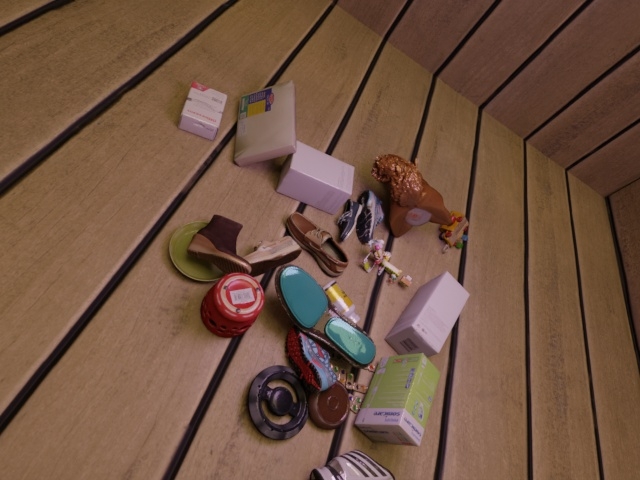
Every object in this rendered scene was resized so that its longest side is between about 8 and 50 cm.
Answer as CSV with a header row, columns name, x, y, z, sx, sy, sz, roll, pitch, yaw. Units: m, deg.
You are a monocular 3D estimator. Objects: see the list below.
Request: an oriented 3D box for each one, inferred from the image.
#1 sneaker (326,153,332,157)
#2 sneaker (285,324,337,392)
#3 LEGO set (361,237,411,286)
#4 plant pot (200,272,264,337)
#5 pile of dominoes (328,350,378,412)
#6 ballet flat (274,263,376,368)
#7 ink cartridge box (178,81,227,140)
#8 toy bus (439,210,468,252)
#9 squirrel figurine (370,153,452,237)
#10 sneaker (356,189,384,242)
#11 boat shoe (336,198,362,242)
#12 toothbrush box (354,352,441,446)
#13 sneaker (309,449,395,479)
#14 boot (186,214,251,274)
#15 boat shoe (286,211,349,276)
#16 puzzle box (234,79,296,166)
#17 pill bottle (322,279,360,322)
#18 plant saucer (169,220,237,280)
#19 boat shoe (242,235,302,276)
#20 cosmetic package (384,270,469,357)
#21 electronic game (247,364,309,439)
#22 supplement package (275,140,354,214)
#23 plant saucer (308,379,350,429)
name,x,y,z,sx,sy,sz,roll,pitch,yaw
sneaker,0.021,-0.401,2.001,0.035,0.031,0.083,40,44,15
sneaker,-0.032,0.410,1.411,0.125,0.104,0.262,13,34,-42
LEGO set,0.274,0.122,1.774,0.107,0.132,0.287,-49,115,-24
plant pot,-0.289,0.207,1.353,0.191,0.174,0.191,15,53,-21
pile of dominoes,0.120,0.519,1.477,0.251,0.040,0.196,21,53,-17
ballet flat,-0.006,0.282,1.460,0.483,0.182,0.164,45,67,-11
ink cartridge box,-0.507,-0.558,1.753,0.158,0.092,0.218,17,53,-20
toy bus,0.675,-0.054,2.106,0.202,0.191,0.104,-11,24,-35
squirrel figurine,0.415,-0.273,1.936,0.397,0.281,0.371,49,30,-43
sneaker,0.248,-0.106,1.897,0.122,0.110,0.283,25,54,-25
boat shoe,0.122,-0.096,1.824,0.079,0.095,0.255,33,49,-10
toothbrush box,0.274,0.552,1.424,0.122,0.206,0.283,49,47,-15
sneaker,0.171,0.857,1.213,0.257,0.169,0.448,-13,67,-33
boot,-0.321,0.006,1.433,0.248,0.090,0.207,21,45,8
boat shoe,0.000,0.000,1.678,0.324,0.120,0.122,46,50,3
puzzle box,-0.238,-0.526,1.802,0.272,0.052,0.409,-11,58,15
pill bottle,0.069,0.252,1.572,0.103,0.103,0.184,-33,81,-39
plant saucer,-0.422,0.043,1.465,0.240,0.037,0.241,14,56,-21
boat shoe,-0.210,0.054,1.540,0.302,0.109,0.098,-20,64,-39
cosmetic package,0.450,0.315,1.693,0.155,0.197,0.365,46,51,3
electronic game,-0.132,0.525,1.323,0.229,0.048,0.229,19,54,-29
supplement package,-0.021,-0.274,1.798,0.292,0.177,0.175,21,53,-18
plant saucer,0.037,0.554,1.379,0.168,0.029,0.169,11,67,-28
